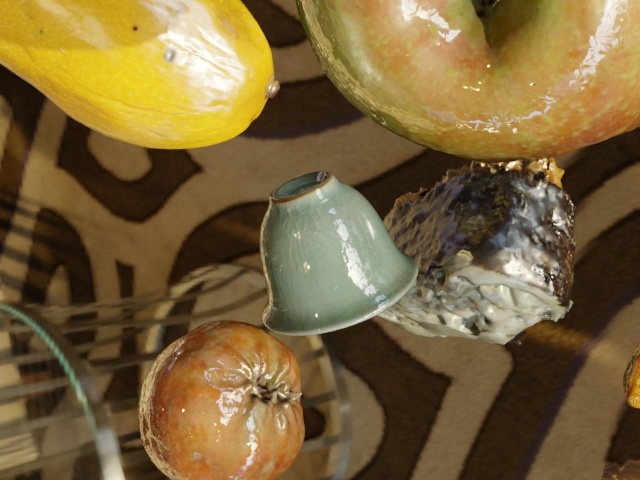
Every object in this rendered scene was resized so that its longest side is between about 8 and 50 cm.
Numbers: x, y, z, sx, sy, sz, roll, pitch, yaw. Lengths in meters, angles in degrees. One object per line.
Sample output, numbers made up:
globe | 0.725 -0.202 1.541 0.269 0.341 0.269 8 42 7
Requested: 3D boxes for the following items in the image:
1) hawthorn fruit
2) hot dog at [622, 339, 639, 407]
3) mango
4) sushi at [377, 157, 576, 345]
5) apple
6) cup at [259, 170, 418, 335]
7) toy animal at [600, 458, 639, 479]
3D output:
hawthorn fruit | -0.099 0.156 0.928 0.189 0.149 0.149 -39 68 17
hot dog | 0.434 0.159 1.416 0.062 0.038 0.144 13 120 11
mango | -0.208 -0.203 0.993 0.359 0.144 0.187 28 111 -8
sushi | 0.214 0.025 1.477 0.348 0.234 0.208 -21 49 55
apple | 0.083 -0.121 0.512 0.207 0.188 0.174 26 132 13
cup | 0.000 0.000 1.289 0.199 0.199 0.150 -2 116 41
toy animal | 0.276 0.245 0.685 0.275 0.054 0.149 39 112 39
